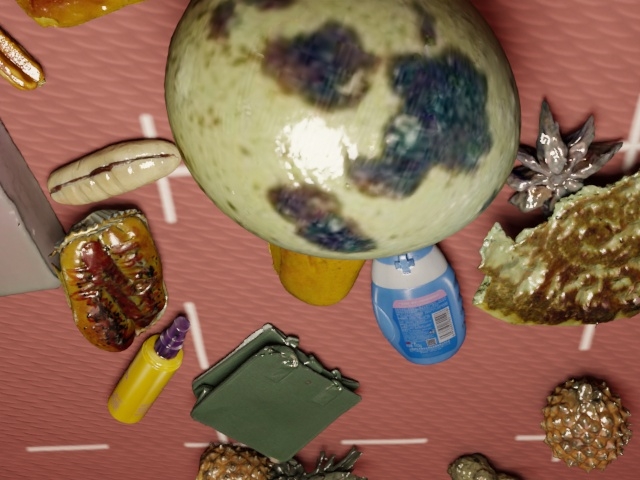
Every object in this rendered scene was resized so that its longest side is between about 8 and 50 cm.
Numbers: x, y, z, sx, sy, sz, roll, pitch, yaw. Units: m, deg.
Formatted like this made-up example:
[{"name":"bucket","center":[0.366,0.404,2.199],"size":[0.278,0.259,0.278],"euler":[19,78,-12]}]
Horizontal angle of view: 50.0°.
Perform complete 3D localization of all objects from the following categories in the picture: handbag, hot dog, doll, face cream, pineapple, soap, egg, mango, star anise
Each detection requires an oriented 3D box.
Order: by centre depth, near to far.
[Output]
[{"name":"egg","center":[0.036,-0.145,0.777],"size":[0.428,0.345,0.345],"euler":[21,128,-35]},{"name":"hot dog","center":[-0.414,-0.243,0.893],"size":[0.037,0.049,0.122],"euler":[-2,136,52]},{"name":"star anise","center":[0.348,-0.100,0.992],"size":[0.180,0.061,0.205],"euler":[4,129,-3]},{"name":"soap","center":[-0.566,-0.032,1.023],"size":[0.296,0.107,0.285],"euler":[-8,129,7]},{"name":"mango","center":[0.000,0.000,1.036],"size":[0.167,0.130,0.262],"euler":[1,135,-7]},{"name":"hot dog","center":[-0.324,0.066,1.092],"size":[0.162,0.082,0.270],"euler":[-28,136,-25]},{"name":"face cream","center":[0.157,0.094,1.137],"size":[0.149,0.083,0.264],"euler":[-13,128,9]},{"name":"face cream","center":[-0.306,0.233,1.255],"size":[0.078,0.078,0.273],"euler":[25,125,-19]},{"name":"pineapple","center":[0.498,0.335,1.288],"size":[0.166,0.166,0.193],"euler":[-9,127,7]},{"name":"handbag","center":[-0.086,0.298,1.309],"size":[0.247,0.079,0.260],"euler":[36,118,-27]},{"name":"pineapple","center":[-0.074,0.511,1.436],"size":[0.364,0.166,0.166],"euler":[3,129,-5]},{"name":"doll","center":[0.411,0.538,1.498],"size":[0.285,0.091,0.203],"euler":[18,161,0]}]

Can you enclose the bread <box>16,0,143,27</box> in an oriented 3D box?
[{"name":"bread","center":[-0.195,-0.368,0.749],"size":[0.380,0.109,0.185],"euler":[-16,128,15]}]

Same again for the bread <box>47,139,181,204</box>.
[{"name":"bread","center":[-0.307,-0.097,1.004],"size":[0.214,0.053,0.073],"euler":[-15,124,13]}]

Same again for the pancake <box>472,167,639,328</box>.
[{"name":"pancake","center":[0.430,0.012,1.040],"size":[0.426,0.067,0.305],"euler":[-27,124,10]}]
